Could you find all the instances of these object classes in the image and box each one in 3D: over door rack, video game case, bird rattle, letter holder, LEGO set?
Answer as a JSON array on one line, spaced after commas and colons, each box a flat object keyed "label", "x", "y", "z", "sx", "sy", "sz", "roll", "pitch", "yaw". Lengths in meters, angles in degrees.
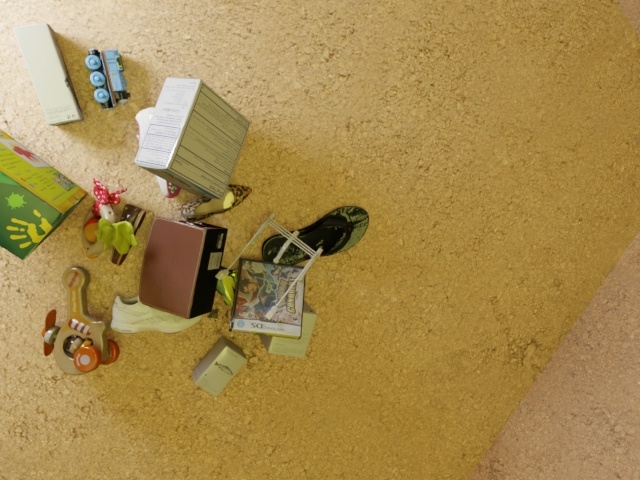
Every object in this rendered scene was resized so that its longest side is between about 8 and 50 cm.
[{"label": "over door rack", "x": -0.179, "y": 0.090, "z": 1.657, "sx": 0.240, "sy": 0.108, "sz": 0.324, "roll": 36, "pitch": 66, "yaw": 4}, {"label": "video game case", "x": -0.183, "y": 0.204, "z": 1.674, "sx": 0.249, "sy": 0.035, "sz": 0.274, "roll": 9, "pitch": 61, "yaw": -10}, {"label": "bird rattle", "x": -0.703, "y": -0.058, "z": 1.488, "sx": 0.207, "sy": 0.253, "sz": 0.143, "roll": -39, "pitch": 158, "yaw": 23}, {"label": "letter holder", "x": -0.467, "y": 0.083, "z": 1.583, "sx": 0.215, "sy": 0.152, "sz": 0.301, "roll": 14, "pitch": 95, "yaw": 16}, {"label": "LEGO set", "x": -0.388, "y": 0.277, "z": 1.759, "sx": 0.083, "sy": 0.023, "sz": 0.054, "roll": 18, "pitch": 98, "yaw": -35}]

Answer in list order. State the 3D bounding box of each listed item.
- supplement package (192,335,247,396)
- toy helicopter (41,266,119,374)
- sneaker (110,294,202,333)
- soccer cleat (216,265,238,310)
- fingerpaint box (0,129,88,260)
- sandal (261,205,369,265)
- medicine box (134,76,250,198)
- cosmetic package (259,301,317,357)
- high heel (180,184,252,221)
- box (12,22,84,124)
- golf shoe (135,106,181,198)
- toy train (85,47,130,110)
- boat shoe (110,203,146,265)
[{"label": "supplement package", "x": -0.379, "y": 0.469, "z": 1.755, "sx": 0.105, "sy": 0.105, "sz": 0.179, "roll": 41, "pitch": 86, "yaw": -22}, {"label": "toy helicopter", "x": -0.815, "y": 0.265, "z": 1.547, "sx": 0.235, "sy": 0.140, "sz": 0.354, "roll": -5, "pitch": 87, "yaw": 6}, {"label": "sneaker", "x": -0.565, "y": 0.245, "z": 1.634, "sx": 0.306, "sy": 0.114, "sz": 0.151, "roll": 1, "pitch": 103, "yaw": -20}, {"label": "soccer cleat", "x": -0.317, "y": 0.177, "z": 1.721, "sx": 0.121, "sy": 0.093, "sz": 0.289, "roll": -45, "pitch": 112, "yaw": -8}, {"label": "fingerpaint box", "x": -0.866, "y": -0.160, "z": 1.259, "sx": 0.371, "sy": 0.445, "sz": 0.163, "roll": 41, "pitch": 87, "yaw": -23}, {"label": "sandal", "x": -0.001, "y": 0.003, "z": 1.786, "sx": 0.446, "sy": 0.107, "sz": 0.167, "roll": -23, "pitch": 108, "yaw": -13}, {"label": "medicine box", "x": -0.389, "y": -0.311, "z": 1.463, "sx": 0.263, "sy": 0.149, "sz": 0.289, "roll": 32, "pitch": 75, "yaw": -60}, {"label": "cosmetic package", "x": -0.125, "y": 0.327, "z": 1.790, "sx": 0.152, "sy": 0.151, "sz": 0.183, "roll": 15, "pitch": 97, "yaw": -23}, {"label": "high heel", "x": -0.343, "y": -0.126, "z": 1.593, "sx": 0.262, "sy": 0.186, "sz": 0.093, "roll": -20, "pitch": 107, "yaw": -15}, {"label": "box", "x": -0.801, "y": -0.485, "z": 1.392, "sx": 0.094, "sy": 0.113, "sz": 0.274, "roll": -17, "pitch": 108, "yaw": -16}, {"label": "golf shoe", "x": -0.527, "y": -0.291, "z": 1.548, "sx": 0.140, "sy": 0.115, "sz": 0.305, "roll": 11, "pitch": 116, "yaw": 16}, {"label": "toy train", "x": -0.660, "y": -0.502, "z": 1.458, "sx": 0.105, "sy": 0.080, "sz": 0.183, "roll": -15, "pitch": 106, "yaw": -22}, {"label": "boat shoe", "x": -0.658, "y": -0.020, "z": 1.569, "sx": 0.073, "sy": 0.073, "sz": 0.206, "roll": 23, "pitch": 84, "yaw": -9}]
